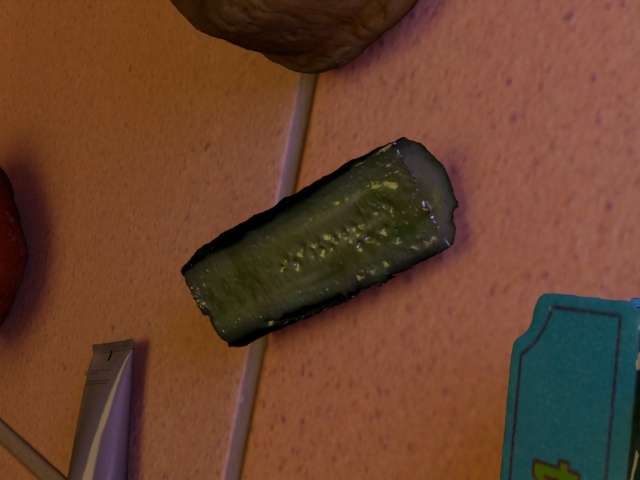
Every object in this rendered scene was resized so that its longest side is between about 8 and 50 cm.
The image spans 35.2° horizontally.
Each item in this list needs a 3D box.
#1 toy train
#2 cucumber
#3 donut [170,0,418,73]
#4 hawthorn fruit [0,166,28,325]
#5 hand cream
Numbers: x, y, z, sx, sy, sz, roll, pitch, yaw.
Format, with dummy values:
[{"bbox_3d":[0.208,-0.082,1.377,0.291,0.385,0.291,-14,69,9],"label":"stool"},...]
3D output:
[{"bbox_3d":[0.150,0.108,0.422,0.154,0.107,0.198,3,88,58],"label":"toy train"},{"bbox_3d":[0.002,0.000,0.656,0.211,0.062,0.078,-28,97,39],"label":"cucumber"},{"bbox_3d":[-0.004,-0.239,0.637,0.208,0.128,0.261,43,119,44],"label":"donut"},{"bbox_3d":[-0.445,0.010,1.029,0.242,0.272,0.242,5,97,45],"label":"hawthorn fruit"},{"bbox_3d":[-0.189,0.179,0.870,0.087,0.054,0.186,-13,68,54],"label":"hand cream"}]
